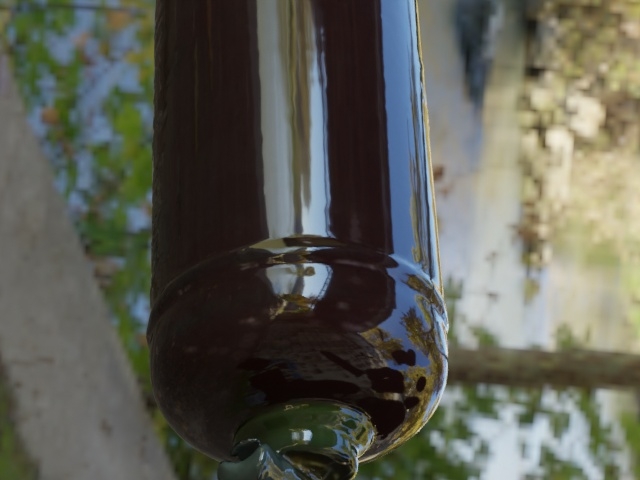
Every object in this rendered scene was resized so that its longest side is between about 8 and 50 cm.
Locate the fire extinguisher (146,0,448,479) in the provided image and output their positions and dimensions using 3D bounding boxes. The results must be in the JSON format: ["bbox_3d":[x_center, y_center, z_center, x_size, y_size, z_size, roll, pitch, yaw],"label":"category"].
[{"bbox_3d":[0.000,0.000,0.678,0.138,0.102,0.344,42,36,-46],"label":"fire extinguisher"}]
